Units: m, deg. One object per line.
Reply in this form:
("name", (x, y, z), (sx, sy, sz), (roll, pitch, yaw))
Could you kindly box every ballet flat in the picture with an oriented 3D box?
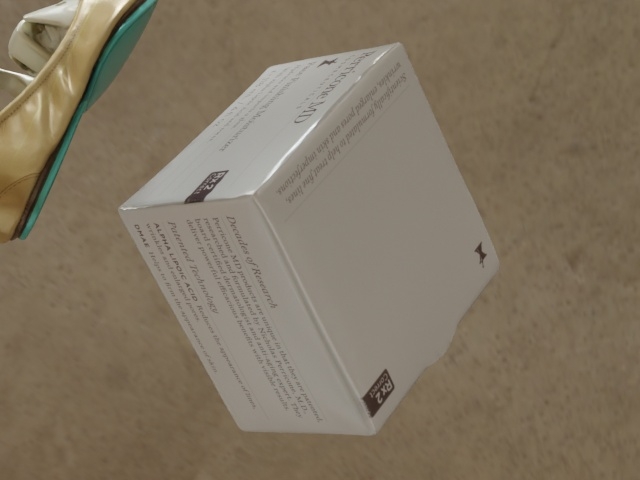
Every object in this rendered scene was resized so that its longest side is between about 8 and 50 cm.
("ballet flat", (-0.162, -0.097, 0.914), (0.073, 0.080, 0.232), (28, 44, -7))

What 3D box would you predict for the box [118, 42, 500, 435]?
("box", (0.000, 0.000, 0.979), (0.119, 0.182, 0.181), (-5, 32, 40))
